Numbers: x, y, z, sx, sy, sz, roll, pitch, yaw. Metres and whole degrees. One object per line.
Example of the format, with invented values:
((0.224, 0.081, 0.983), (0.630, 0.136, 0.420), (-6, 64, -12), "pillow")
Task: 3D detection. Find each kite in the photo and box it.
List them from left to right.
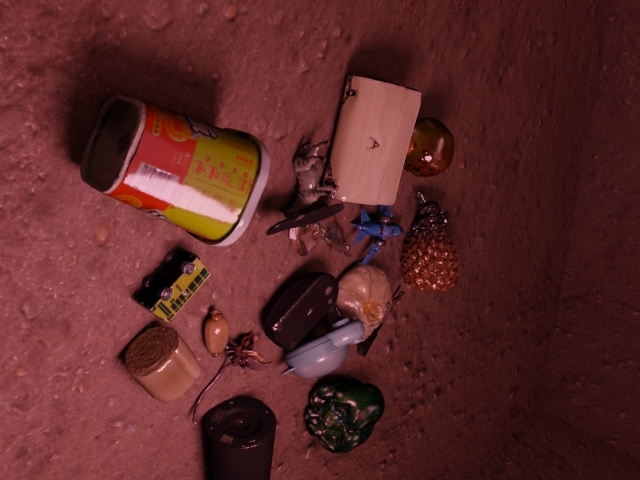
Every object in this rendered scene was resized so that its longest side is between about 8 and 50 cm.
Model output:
((0.209, 0.280, 2.241), (0.015, 0.152, 0.285), (34, 92, -11), "kite")

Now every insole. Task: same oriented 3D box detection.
((-0.038, -0.059, 1.769), (0.110, 0.012, 0.309), (-36, 169, 36), "insole")

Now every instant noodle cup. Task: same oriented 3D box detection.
((-0.315, -0.158, 1.353), (0.308, 0.294, 0.294), (21, 92, -45), "instant noodle cup")

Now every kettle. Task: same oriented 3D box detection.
((-0.243, 0.639, 1.917), (0.203, 0.262, 0.308), (-1, 118, -11), "kettle")

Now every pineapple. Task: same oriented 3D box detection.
((0.392, -0.005, 2.281), (0.223, 0.223, 0.357), (-12, 104, -45), "pineapple")

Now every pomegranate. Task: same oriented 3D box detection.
((0.326, -0.312, 2.037), (0.198, 0.198, 0.246), (-59, 142, -9), "pomegranate")

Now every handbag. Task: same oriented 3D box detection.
((0.143, -0.291, 1.872), (0.237, 0.160, 0.358), (2, 108, -41), "handbag")

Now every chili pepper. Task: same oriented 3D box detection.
((0.091, 0.594, 2.221), (0.257, 0.233, 0.248), (6, 120, -57), "chili pepper")

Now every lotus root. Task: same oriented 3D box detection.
((-0.283, 0.252, 1.735), (0.073, 0.062, 0.150), (-21, 125, -42), "lotus root")

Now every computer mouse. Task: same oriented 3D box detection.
((-0.066, 0.197, 1.925), (0.269, 0.100, 0.170), (-46, 139, -16), "computer mouse")

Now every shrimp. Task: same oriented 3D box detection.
((0.000, 0.000, 1.943), (0.169, 0.058, 0.296), (-48, 134, -12), "shrimp")

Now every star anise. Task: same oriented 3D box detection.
((-0.261, 0.398, 1.819), (0.227, 0.148, 0.218), (-52, -177, 26), "star anise")

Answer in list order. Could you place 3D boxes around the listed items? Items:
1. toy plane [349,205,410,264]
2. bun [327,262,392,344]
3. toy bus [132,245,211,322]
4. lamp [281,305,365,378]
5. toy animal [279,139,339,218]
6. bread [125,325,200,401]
((0.203, -0.040, 2.115), (0.271, 0.105, 0.254), (4, 102, -46), "toy plane")
((0.148, 0.218, 2.144), (0.287, 0.146, 0.287), (-29, 129, -43), "bun")
((-0.361, 0.111, 1.555), (0.175, 0.088, 0.101), (-51, 141, -19), "toy bus")
((0.013, 0.336, 1.992), (0.284, 0.147, 0.209), (-46, 171, 8), "lamp")
((-0.040, -0.163, 1.772), (0.073, 0.176, 0.217), (-9, 92, -61), "toy animal")
((-0.393, 0.307, 1.584), (0.148, 0.134, 0.141), (-37, 139, -15), "bread")
